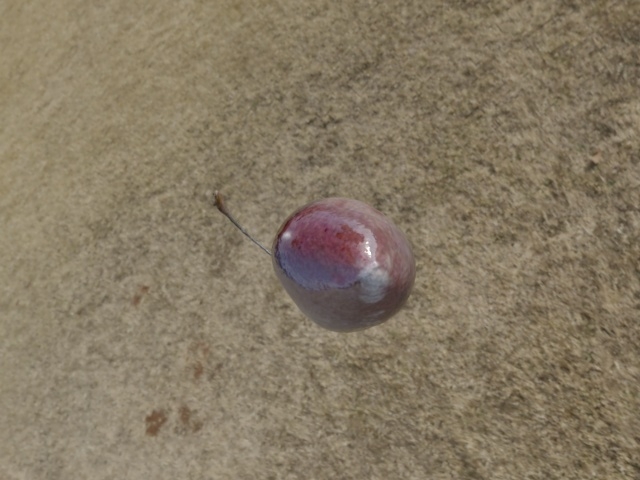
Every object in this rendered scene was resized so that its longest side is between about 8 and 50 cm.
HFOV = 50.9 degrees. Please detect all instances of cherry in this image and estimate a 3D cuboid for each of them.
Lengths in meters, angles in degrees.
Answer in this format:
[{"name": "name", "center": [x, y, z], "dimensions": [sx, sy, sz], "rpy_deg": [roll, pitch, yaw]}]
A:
[{"name": "cherry", "center": [0.000, 0.002, 0.578], "dimensions": [0.115, 0.188, 0.148], "rpy_deg": [-44, 10, 8]}]
